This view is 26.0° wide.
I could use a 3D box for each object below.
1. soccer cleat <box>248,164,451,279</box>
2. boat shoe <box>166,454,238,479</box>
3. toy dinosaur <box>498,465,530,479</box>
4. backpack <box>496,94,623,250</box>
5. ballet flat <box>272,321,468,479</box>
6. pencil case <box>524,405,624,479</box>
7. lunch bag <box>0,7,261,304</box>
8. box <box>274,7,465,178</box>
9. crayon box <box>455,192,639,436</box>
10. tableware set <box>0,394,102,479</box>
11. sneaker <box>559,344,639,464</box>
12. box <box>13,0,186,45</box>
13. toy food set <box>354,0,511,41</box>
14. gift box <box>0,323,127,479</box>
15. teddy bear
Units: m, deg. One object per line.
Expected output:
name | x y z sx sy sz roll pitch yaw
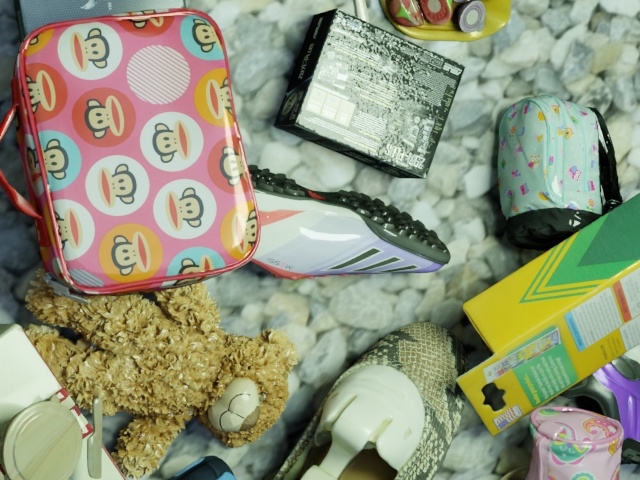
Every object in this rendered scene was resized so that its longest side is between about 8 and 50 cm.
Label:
soccer cleat | 0.000 0.000 1.624 0.318 0.108 0.116 15 108 -23
boat shoe | -0.196 0.343 1.563 0.258 0.089 0.109 -32 117 0
toy dinosaur | 0.191 0.351 1.744 0.093 0.053 0.183 22 92 -36
backpack | 0.285 -0.088 1.696 0.115 0.152 0.181 10 77 -34
ballet flat | 0.012 0.288 1.583 0.164 0.182 0.482 32 81 23
pencil case | 0.300 0.349 1.712 0.124 0.124 0.284 -1 108 -21
lunch bag | -0.211 -0.087 1.440 0.258 0.120 0.293 -9 88 -18
box | 0.059 -0.171 1.637 0.180 0.077 0.147 20 86 -20
crayon box | 0.301 0.087 1.656 0.323 0.083 0.203 -33 147 1
tableware set | -0.270 0.247 1.307 0.128 0.039 0.194 -2 93 -45
sneaker | 0.409 0.250 1.789 0.293 0.102 0.146 46 77 -10
box | -0.236 -0.211 1.533 0.184 0.059 0.232 -9 97 -19
toy food set | 0.145 -0.306 1.666 0.218 0.071 0.128 -3 94 -20
gift box | -0.386 0.254 1.409 0.258 0.276 0.255 -40 102 -30
teddy bear | -0.187 0.140 1.547 0.338 0.113 0.245 39 82 -18
